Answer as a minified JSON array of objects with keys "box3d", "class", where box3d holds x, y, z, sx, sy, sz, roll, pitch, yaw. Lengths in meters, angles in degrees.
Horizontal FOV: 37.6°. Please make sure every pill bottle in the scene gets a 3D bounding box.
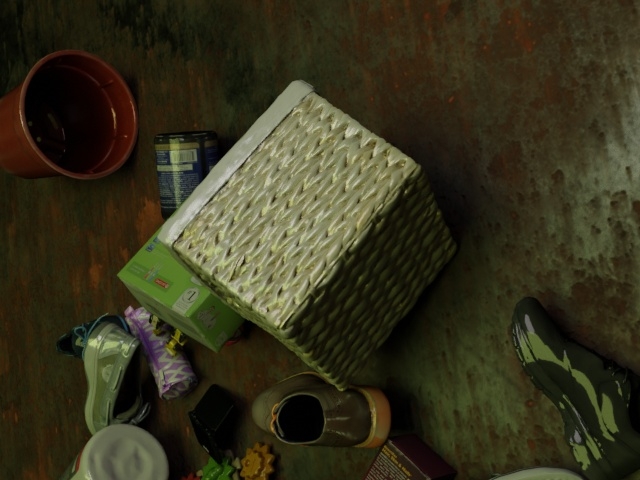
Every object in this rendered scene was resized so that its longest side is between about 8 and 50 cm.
[{"box3d":[-0.252,-0.100,1.819,0.123,0.123,0.219,4,102,40],"class":"pill bottle"},{"box3d":[-0.441,0.510,1.886,0.318,0.176,0.176,-48,58,43],"class":"pill bottle"}]

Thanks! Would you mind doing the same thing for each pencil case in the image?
[{"box3d":[-0.322,0.225,1.886,0.086,0.088,0.206,-47,59,24],"class":"pencil case"}]

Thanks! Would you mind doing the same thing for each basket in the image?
[{"box3d":[0.000,0.000,1.436,0.266,0.328,0.331,35,80,30],"class":"basket"}]

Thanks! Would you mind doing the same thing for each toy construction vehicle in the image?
[{"box3d":[-0.290,0.174,1.818,0.086,0.035,0.098,39,142,15],"class":"toy construction vehicle"}]

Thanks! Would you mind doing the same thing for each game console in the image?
[{"box3d":[-0.199,0.351,1.798,0.122,0.071,0.107,22,131,62],"class":"game console"}]

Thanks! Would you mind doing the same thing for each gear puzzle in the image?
[{"box3d":[-0.209,0.494,1.763,0.339,0.044,0.175,-39,48,21],"class":"gear puzzle"}]

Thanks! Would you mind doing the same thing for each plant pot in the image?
[{"box3d":[-0.583,-0.248,2.041,0.265,0.272,0.272,-8,81,47],"class":"plant pot"}]

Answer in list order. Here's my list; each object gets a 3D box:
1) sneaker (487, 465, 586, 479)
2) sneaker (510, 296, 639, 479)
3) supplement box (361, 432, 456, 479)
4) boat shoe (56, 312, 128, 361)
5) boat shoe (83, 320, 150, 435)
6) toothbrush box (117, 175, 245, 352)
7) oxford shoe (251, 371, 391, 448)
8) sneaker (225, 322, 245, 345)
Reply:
[{"box3d":[0.243,0.408,1.386,0.321,0.127,0.126,-25,92,11],"class":"sneaker"},{"box3d":[0.375,0.195,1.318,0.130,0.109,0.286,-37,74,25],"class":"sneaker"},{"box3d":[0.120,0.417,1.510,0.104,0.081,0.188,39,111,35],"class":"supplement box"},{"box3d":[-0.482,0.221,1.981,0.258,0.089,0.109,-28,77,53],"class":"boat shoe"},{"box3d":[-0.398,0.305,1.878,0.103,0.118,0.320,19,125,20],"class":"boat shoe"},{"box3d":[-0.184,0.027,1.677,0.206,0.122,0.283,23,66,38],"class":"toothbrush box"},{"box3d":[-0.038,0.285,1.584,0.364,0.133,0.130,-16,73,56],"class":"oxford shoe"},{"box3d":[-0.259,0.111,1.831,0.299,0.121,0.112,28,135,45],"class":"sneaker"}]
